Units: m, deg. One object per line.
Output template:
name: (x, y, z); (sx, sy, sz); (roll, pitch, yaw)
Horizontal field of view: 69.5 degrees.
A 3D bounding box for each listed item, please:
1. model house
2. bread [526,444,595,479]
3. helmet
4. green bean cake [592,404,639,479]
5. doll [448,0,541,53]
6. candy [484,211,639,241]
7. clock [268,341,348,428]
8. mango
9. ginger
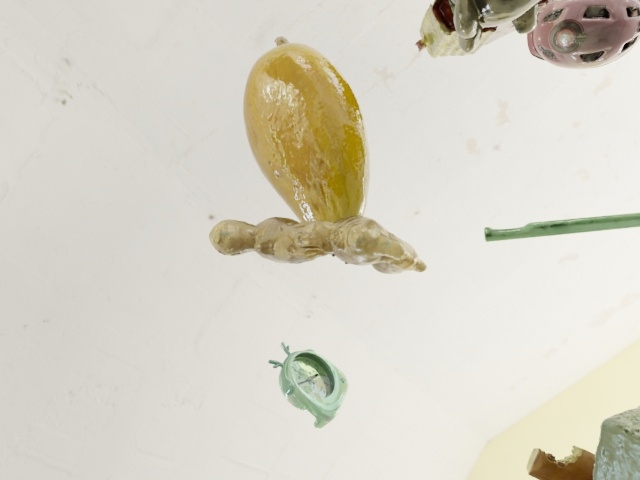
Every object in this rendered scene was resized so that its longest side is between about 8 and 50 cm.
model house: (0.325, -0.491, 0.984); (0.254, 0.196, 0.160); (-29, -85, 10)
bread: (0.493, 0.431, 0.833); (0.226, 0.049, 0.088); (25, -96, 8)
helmet: (0.645, -0.512, 1.130); (0.154, 0.253, 0.198); (-61, -35, -48)
green bean cake: (0.480, 0.351, 0.586); (0.125, 0.227, 0.222); (-7, -73, -20)
doll: (0.345, -0.545, 0.742); (0.252, 0.382, 0.378); (-18, -96, -59)
candy: (0.443, -0.027, 0.593); (0.440, 0.119, 0.119); (-8, -56, 16)
clock: (-0.035, 0.344, 1.146); (0.211, 0.159, 0.066); (40, -59, 3)
mango: (-0.019, -0.137, 0.647); (0.119, 0.176, 0.316); (-10, -102, -55)
ginger: (0.000, 0.000, 0.441); (0.193, 0.176, 0.052); (8, -100, -20)
